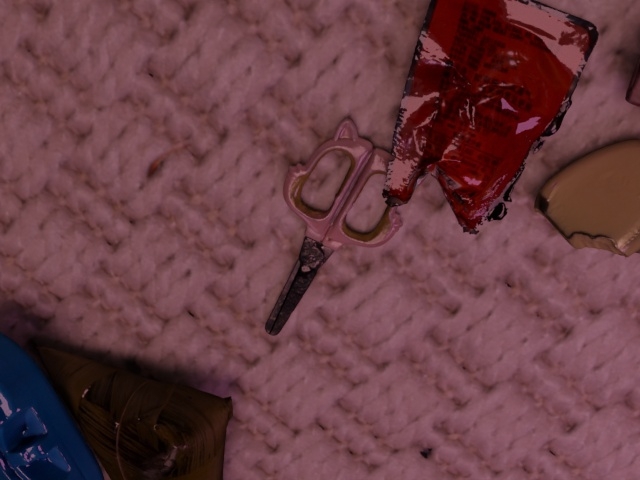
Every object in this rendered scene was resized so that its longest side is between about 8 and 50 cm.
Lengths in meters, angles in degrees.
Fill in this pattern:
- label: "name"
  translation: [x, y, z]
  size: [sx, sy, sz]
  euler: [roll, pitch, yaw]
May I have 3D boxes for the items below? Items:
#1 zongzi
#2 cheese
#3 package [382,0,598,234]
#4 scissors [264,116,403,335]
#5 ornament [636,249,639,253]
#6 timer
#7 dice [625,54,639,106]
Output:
- label: "zongzi"
  translation: [-0.280, 0.302, 1.053]
  size: [0.300, 0.145, 0.273]
  euler: [17, 121, 18]
- label: "cheese"
  translation: [0.372, -0.081, 0.807]
  size: [0.255, 0.127, 0.050]
  euler: [-39, 148, 11]
- label: "package"
  translation: [0.176, -0.144, 0.816]
  size: [0.194, 0.071, 0.269]
  euler: [17, 112, -16]
- label: "scissors"
  translation: [0.000, 0.000, 0.925]
  size: [0.160, 0.024, 0.317]
  euler: [27, 114, -7]
- label: "ornament"
  translation: [0.430, 0.026, 0.854]
  size: [0.156, 0.074, 0.081]
  euler: [28, 120, -7]
- label: "timer"
  translation: [-0.474, 0.280, 1.022]
  size: [0.309, 0.115, 0.339]
  euler: [-11, 112, 33]
- label: "dice"
  translation: [0.377, -0.175, 0.749]
  size: [0.094, 0.091, 0.093]
  euler: [19, 104, 12]
